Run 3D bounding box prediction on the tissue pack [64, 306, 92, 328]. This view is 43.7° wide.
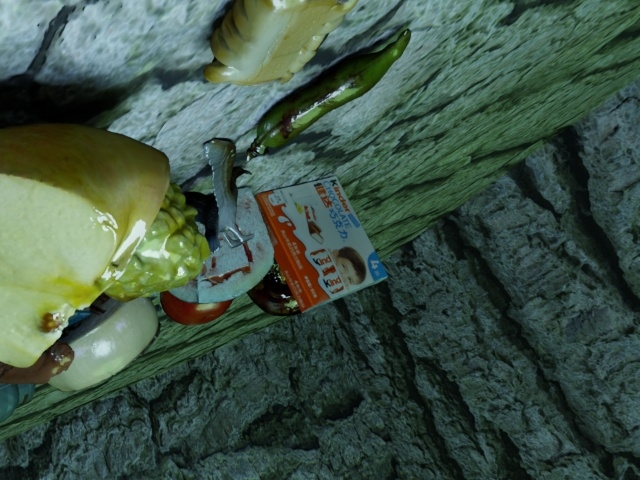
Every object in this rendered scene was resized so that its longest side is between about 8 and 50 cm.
[{"bbox_3d":[-0.540,0.134,1.549,0.120,0.082,0.169,-28,170,8],"label":"tissue pack"}]

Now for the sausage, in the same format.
[{"bbox_3d":[-0.602,0.235,1.545,0.327,0.087,0.079,-3,-172,28],"label":"sausage"}]

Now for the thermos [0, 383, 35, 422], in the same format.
[{"bbox_3d":[-0.789,0.365,1.880,0.182,0.144,0.286,-35,170,22],"label":"thermos"}]

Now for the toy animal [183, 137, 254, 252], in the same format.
[{"bbox_3d":[-0.180,-0.060,1.422,0.273,0.160,0.197,-27,175,40],"label":"toy animal"}]

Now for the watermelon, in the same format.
[{"bbox_3d":[-0.237,-0.004,1.599,0.213,0.201,0.262,-21,-149,-38],"label":"watermelon"}]

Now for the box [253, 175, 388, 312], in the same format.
[{"bbox_3d":[0.000,0.000,1.775,0.265,0.273,0.048,-19,167,-47],"label":"box"}]

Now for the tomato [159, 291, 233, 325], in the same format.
[{"bbox_3d":[-0.305,0.134,1.996,0.195,0.136,0.195,-20,162,-7],"label":"tomato"}]

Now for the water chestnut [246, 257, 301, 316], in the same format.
[{"bbox_3d":[-0.101,0.098,2.165,0.224,0.223,0.238,-26,154,-12],"label":"water chestnut"}]

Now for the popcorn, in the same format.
[{"bbox_3d":[-0.296,0.002,1.268,0.217,0.180,0.235,-21,164,1],"label":"popcorn"}]

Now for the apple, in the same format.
[{"bbox_3d":[-0.331,-0.014,0.920,0.309,0.252,0.314,-48,163,30],"label":"apple"}]

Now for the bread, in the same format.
[{"bbox_3d":[-0.053,-0.253,0.926,0.134,0.081,0.225,-13,165,-37],"label":"bread"}]

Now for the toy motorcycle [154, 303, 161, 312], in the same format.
[{"bbox_3d":[-0.489,0.203,2.040,0.130,0.093,0.229,-24,-177,5],"label":"toy motorcycle"}]

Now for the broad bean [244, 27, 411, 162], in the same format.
[{"bbox_3d":[0.003,-0.225,1.262,0.339,0.061,0.077,-30,177,17],"label":"broad bean"}]

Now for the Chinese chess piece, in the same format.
[{"bbox_3d":[-0.471,0.199,1.677,0.270,0.112,0.270,-25,-159,10],"label":"Chinese chess piece"}]
